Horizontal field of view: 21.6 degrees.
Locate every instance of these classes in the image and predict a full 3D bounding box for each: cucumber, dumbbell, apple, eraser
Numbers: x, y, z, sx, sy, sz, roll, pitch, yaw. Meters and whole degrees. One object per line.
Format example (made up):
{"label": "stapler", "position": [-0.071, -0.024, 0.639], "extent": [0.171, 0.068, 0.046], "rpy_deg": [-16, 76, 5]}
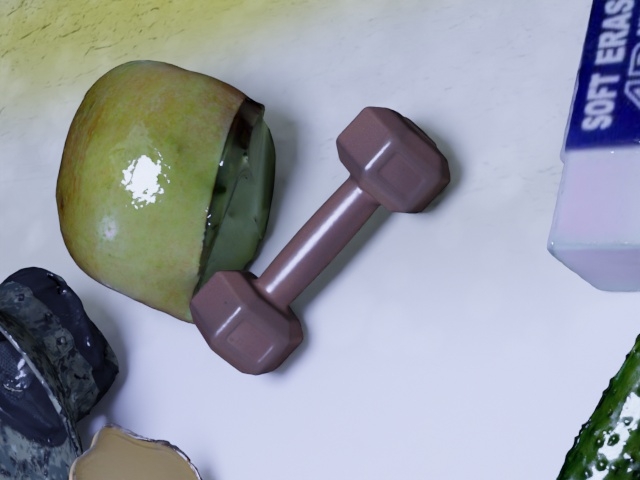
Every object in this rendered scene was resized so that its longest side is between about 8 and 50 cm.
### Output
{"label": "cucumber", "position": [0.205, 0.115, 1.060], "extent": [0.069, 0.069, 0.227], "rpy_deg": [34, 100, 45]}
{"label": "dumbbell", "position": [0.000, 0.000, 1.290], "extent": [0.231, 0.092, 0.082], "rpy_deg": [-48, 19, 10]}
{"label": "apple", "position": [-0.131, -0.042, 1.371], "extent": [0.207, 0.174, 0.188], "rpy_deg": [7, 69, 58]}
{"label": "eraser", "position": [0.247, -0.112, 1.142], "extent": [0.130, 0.086, 0.287], "rpy_deg": [-2, 66, 38]}

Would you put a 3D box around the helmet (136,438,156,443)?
{"label": "helmet", "position": [-0.156, 0.195, 1.338], "extent": [0.065, 0.049, 0.084], "rpy_deg": [6, 71, 40]}

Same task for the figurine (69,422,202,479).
{"label": "figurine", "position": [-0.203, 0.280, 1.249], "extent": [0.257, 0.181, 0.208], "rpy_deg": [-40, 81, 23]}

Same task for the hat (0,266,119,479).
{"label": "hat", "position": [-0.243, 0.100, 1.393], "extent": [0.265, 0.265, 0.128], "rpy_deg": [15, 46, 43]}
